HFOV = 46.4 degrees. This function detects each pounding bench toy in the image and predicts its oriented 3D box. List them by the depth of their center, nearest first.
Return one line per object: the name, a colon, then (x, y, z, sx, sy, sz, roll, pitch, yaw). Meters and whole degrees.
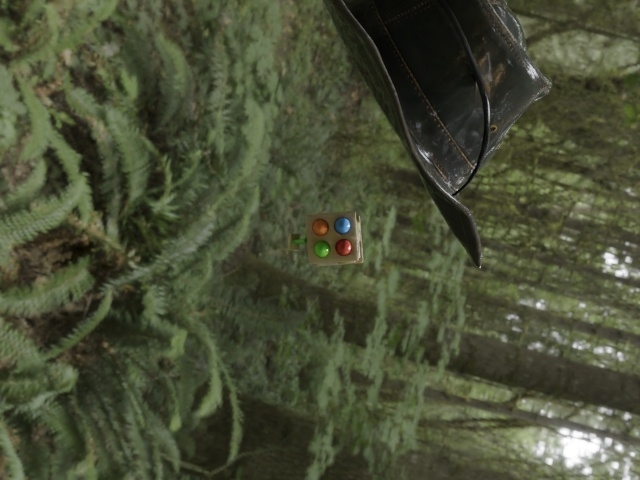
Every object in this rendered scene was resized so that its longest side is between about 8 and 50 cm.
pounding bench toy: (0.000, 0.000, 0.794, 0.065, 0.083, 0.052, 25, 61, -80)

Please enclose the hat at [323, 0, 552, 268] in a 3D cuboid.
hat: (0.108, -0.143, 0.615, 0.134, 0.331, 0.331, -30, -170, 11)
